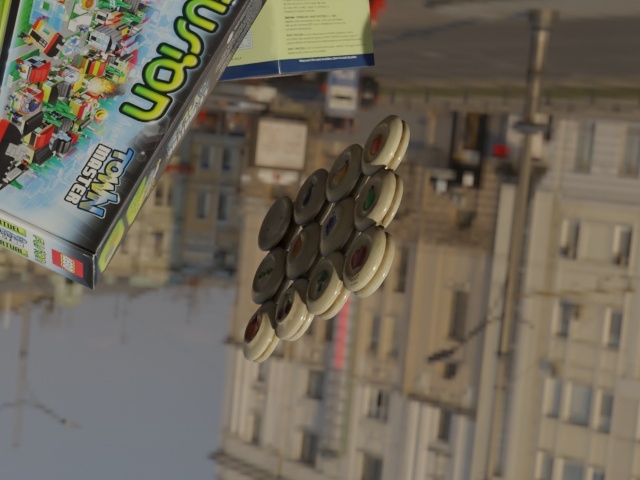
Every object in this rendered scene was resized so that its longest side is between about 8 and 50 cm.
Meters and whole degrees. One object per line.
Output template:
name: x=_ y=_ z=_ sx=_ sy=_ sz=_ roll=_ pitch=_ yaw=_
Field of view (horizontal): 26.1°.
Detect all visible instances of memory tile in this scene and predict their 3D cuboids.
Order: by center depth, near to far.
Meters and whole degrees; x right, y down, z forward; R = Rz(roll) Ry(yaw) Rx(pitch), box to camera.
memory tile: x=0.000 y=0.000 z=0.770 sx=0.012 sy=0.113 sz=0.148 roll=25 pitch=145 yaw=-22

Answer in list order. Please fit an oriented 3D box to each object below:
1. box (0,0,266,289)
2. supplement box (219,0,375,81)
box: x=-0.111 y=-0.088 z=0.674 sx=0.114 sy=0.207 sz=0.036 roll=25 pitch=152 yaw=3
supplement box: x=-0.018 y=-0.140 z=0.818 sx=0.056 sy=0.083 sz=0.083 roll=0 pitch=-171 yaw=44
